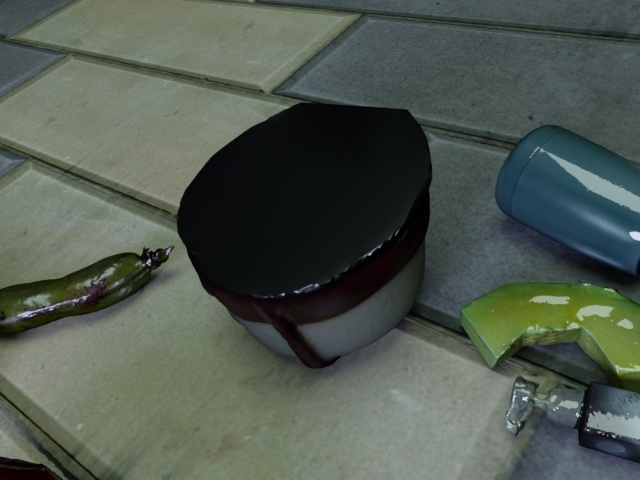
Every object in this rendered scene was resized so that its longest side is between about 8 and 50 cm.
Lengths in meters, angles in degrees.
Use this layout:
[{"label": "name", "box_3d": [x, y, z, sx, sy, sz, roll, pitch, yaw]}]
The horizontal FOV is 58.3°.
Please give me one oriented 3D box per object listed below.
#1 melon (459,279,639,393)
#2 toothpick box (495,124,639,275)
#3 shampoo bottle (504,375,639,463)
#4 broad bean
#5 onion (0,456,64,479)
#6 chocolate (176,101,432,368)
[{"label": "melon", "box_3d": [0.242, 0.093, 0.565, 0.210, 0.064, 0.118, -1, 50, 19]}, {"label": "toothpick box", "box_3d": [0.303, -0.044, 0.643, 0.120, 0.120, 0.184, -36, 49, -19]}, {"label": "shampoo bottle", "box_3d": [0.268, 0.161, 0.488, 0.208, 0.057, 0.063, 9, 53, 26]}, {"label": "broad bean", "box_3d": [-0.351, 0.076, 0.759, 0.339, 0.061, 0.077, -16, 36, -1]}, {"label": "onion", "box_3d": [-0.256, 0.284, 0.385, 0.282, 0.260, 0.337, -35, 45, -25]}, {"label": "chocolate", "box_3d": [0.000, 0.000, 0.642, 0.284, 0.186, 0.283, -12, 50, 15]}]
